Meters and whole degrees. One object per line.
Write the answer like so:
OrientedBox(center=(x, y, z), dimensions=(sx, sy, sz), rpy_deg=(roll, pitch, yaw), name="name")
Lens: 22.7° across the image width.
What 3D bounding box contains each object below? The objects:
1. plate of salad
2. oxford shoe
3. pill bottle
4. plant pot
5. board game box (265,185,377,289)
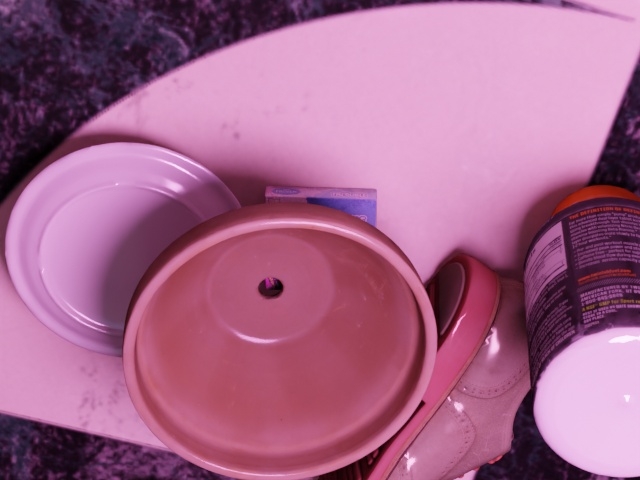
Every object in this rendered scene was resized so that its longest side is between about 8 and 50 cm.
OrientedBox(center=(-0.153, 0.006, 1.289), dimensions=(0.200, 0.048, 0.200), rpy_deg=(-1, 120, -1), name="plate of salad")
OrientedBox(center=(0.093, 0.178, 1.339), dimensions=(0.130, 0.123, 0.348), rpy_deg=(21, 121, -16), name="oxford shoe")
OrientedBox(center=(0.217, 0.052, 1.181), dimensions=(0.130, 0.245, 0.130), rpy_deg=(2, 121, 4), name="pill bottle")
OrientedBox(center=(-0.034, 0.062, 1.238), dimensions=(0.237, 0.110, 0.237), rpy_deg=(-2, 119, -5), name="plant pot")
OrientedBox(center=(0.000, 0.000, 1.294), dimensions=(0.090, 0.020, 0.090), rpy_deg=(2, 120, 2), name="board game box")
